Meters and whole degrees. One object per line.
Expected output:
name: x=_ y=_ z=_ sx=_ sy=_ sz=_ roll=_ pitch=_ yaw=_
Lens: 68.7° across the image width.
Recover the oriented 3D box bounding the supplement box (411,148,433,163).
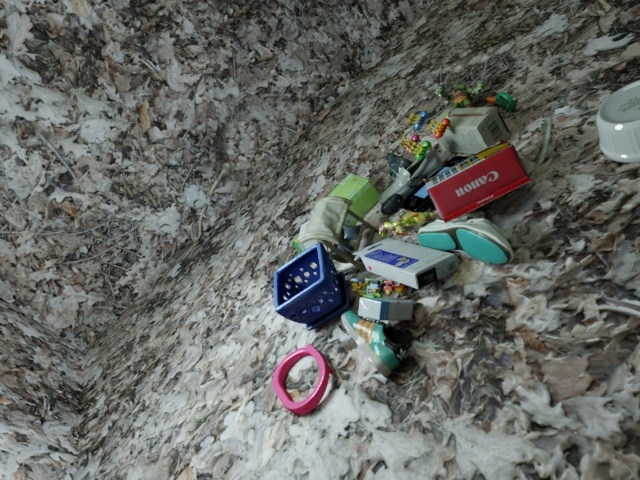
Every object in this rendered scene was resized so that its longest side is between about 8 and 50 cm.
supplement box: x=0.471 y=-0.385 z=2.164 sx=0.062 sy=0.036 sz=0.098 roll=4 pitch=52 yaw=55

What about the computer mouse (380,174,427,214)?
computer mouse: x=0.357 y=-0.191 z=1.989 sx=0.242 sy=0.071 sz=0.041 roll=-42 pitch=32 yaw=12

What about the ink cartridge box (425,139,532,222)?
ink cartridge box: x=0.530 y=-0.207 z=1.611 sx=0.309 sy=0.130 sz=0.272 roll=-29 pitch=9 yaw=17

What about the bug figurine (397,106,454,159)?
bug figurine: x=0.442 y=-0.454 z=1.990 sx=0.216 sy=0.072 sz=0.279 roll=-58 pitch=26 yaw=14

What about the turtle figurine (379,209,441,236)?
turtle figurine: x=0.317 y=-0.067 z=1.773 sx=0.269 sy=0.087 sz=0.217 roll=-27 pitch=3 yaw=-33

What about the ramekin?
ramekin: x=0.960 y=-0.367 z=1.386 sx=0.273 sy=0.127 sz=0.273 roll=-32 pitch=29 yaw=20

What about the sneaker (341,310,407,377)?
sneaker: x=0.174 y=0.303 z=1.499 sx=0.121 sy=0.108 sz=0.302 roll=-41 pitch=34 yaw=-1

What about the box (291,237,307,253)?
box: x=-0.038 y=0.005 z=2.202 sx=0.179 sy=0.105 sz=0.043 roll=-34 pitch=27 yaw=18

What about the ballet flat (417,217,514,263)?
ballet flat: x=0.483 y=-0.021 z=1.535 sx=0.139 sy=0.139 sz=0.400 roll=-50 pitch=24 yaw=-15

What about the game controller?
game controller: x=0.471 y=-0.227 z=1.902 sx=0.319 sy=0.067 sz=0.166 roll=-42 pitch=27 yaw=0

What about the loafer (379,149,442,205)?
loafer: x=0.378 y=-0.273 z=2.042 sx=0.319 sy=0.111 sz=0.112 roll=-39 pitch=27 yaw=6

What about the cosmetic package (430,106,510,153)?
cosmetic package: x=0.617 y=-0.459 z=1.953 sx=0.129 sy=0.153 sz=0.296 roll=-46 pitch=29 yaw=-9

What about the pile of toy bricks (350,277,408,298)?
pile of toy bricks: x=0.195 y=0.190 z=1.653 sx=0.212 sy=0.118 sz=0.105 roll=0 pitch=87 yaw=39

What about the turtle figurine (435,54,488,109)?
turtle figurine: x=0.636 y=-0.670 z=2.143 sx=0.275 sy=0.197 sz=0.266 roll=103 pitch=173 yaw=-59

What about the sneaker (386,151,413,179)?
sneaker: x=0.352 y=-0.348 z=2.201 sx=0.267 sy=0.101 sz=0.106 roll=-100 pitch=32 yaw=-75

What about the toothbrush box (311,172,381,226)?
toothbrush box: x=0.119 y=-0.169 z=2.227 sx=0.283 sy=0.122 sz=0.206 roll=-44 pitch=27 yaw=-5

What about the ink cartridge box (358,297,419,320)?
ink cartridge box: x=0.226 y=0.222 z=1.520 sx=0.104 sy=0.181 sz=0.062 roll=4 pitch=89 yaw=55

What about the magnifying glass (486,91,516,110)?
magnifying glass: x=0.782 y=-0.609 z=2.036 sx=0.026 sy=0.092 sz=0.231 roll=-42 pitch=16 yaw=8

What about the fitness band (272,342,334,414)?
fitness band: x=-0.066 y=0.473 z=1.619 sx=0.209 sy=0.054 sz=0.291 roll=-46 pitch=26 yaw=-7

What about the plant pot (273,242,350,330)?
plant pot: x=-0.025 y=0.191 z=1.788 sx=0.236 sy=0.212 sz=0.236 roll=-34 pitch=33 yaw=17

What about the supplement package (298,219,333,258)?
supplement package: x=0.000 y=0.000 z=2.075 sx=0.105 sy=0.179 sz=0.105 roll=-28 pitch=30 yaw=25

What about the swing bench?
swing bench: x=0.077 y=-0.024 z=1.926 sx=0.165 sy=0.255 sz=0.253 roll=-21 pitch=34 yaw=36

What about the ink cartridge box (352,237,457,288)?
ink cartridge box: x=0.284 y=0.070 z=1.646 sx=0.175 sy=0.069 sz=0.371 roll=-22 pitch=21 yaw=-24
